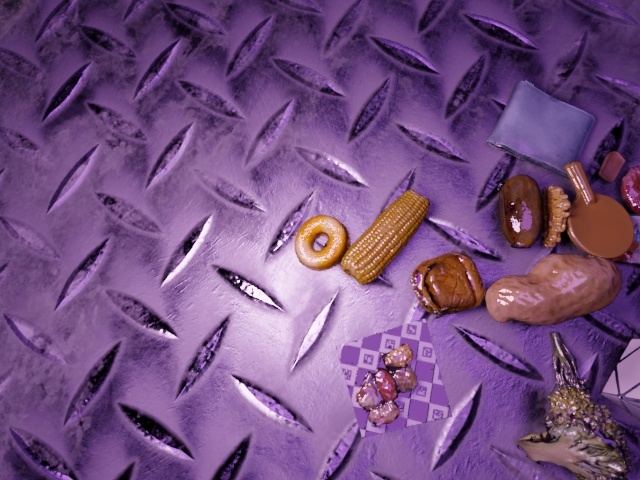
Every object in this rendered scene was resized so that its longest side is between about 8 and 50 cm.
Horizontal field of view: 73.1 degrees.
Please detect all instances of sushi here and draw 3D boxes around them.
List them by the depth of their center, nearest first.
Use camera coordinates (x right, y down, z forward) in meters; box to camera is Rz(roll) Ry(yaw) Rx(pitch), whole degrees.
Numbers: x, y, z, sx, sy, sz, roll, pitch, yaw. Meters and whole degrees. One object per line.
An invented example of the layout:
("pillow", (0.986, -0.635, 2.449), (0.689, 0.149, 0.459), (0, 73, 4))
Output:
("sushi", (0.222, 0.410, 1.279), (0.293, 0.059, 0.293), (-16, 76, 0))

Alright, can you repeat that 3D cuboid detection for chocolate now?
("chocolate", (0.934, -0.236, 1.393), (0.065, 0.031, 0.100), (31, 84, -8))

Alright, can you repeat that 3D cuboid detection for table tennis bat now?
("table tennis bat", (0.825, -0.098, 1.310), (0.199, 0.050, 0.320), (-13, 73, -4))

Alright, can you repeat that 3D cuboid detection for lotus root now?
("lotus root", (0.621, -0.090, 1.332), (0.123, 0.124, 0.240), (-4, 76, 14))

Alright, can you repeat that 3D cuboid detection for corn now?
("corn", (0.207, -0.015, 1.343), (0.131, 0.131, 0.344), (39, 82, 11))

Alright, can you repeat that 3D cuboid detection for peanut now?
("peanut", (0.672, 0.142, 1.250), (0.388, 0.169, 0.192), (-17, 92, 1))

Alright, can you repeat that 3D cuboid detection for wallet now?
("wallet", (0.733, -0.369, 1.425), (0.291, 0.054, 0.251), (26, 82, 7))

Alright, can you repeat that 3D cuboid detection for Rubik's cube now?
("Rubik's cube", (0.943, 0.400, 1.157), (0.205, 0.207, 0.204), (35, 80, 9))

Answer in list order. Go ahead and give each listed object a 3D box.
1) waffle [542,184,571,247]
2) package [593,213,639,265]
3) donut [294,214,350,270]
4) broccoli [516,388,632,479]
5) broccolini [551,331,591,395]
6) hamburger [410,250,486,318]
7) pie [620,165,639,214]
("waffle", (0.719, -0.074, 1.344), (0.046, 0.160, 0.191), (7, 107, 2))
("package", (0.946, -0.003, 1.316), (0.232, 0.040, 0.165), (6, 88, 14))
("donut", (0.001, 0.001, 1.378), (0.190, 0.074, 0.174), (-39, 78, -5))
("broccoli", (0.696, 0.520, 1.173), (0.180, 0.273, 0.242), (-34, 89, -37))
("broccolini", (0.712, 0.369, 1.252), (0.091, 0.068, 0.202), (-20, 75, 19))
("hamburger", (0.386, 0.131, 1.298), (0.206, 0.130, 0.183), (-18, 79, -3))
("pie", (1.060, -0.152, 1.356), (0.219, 0.054, 0.204), (5, 77, 3))
